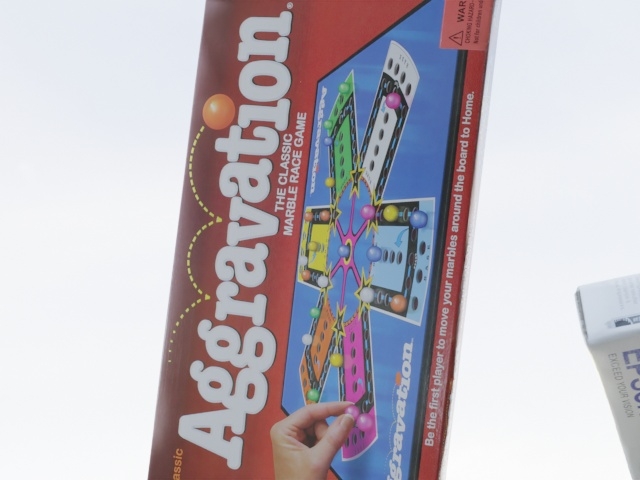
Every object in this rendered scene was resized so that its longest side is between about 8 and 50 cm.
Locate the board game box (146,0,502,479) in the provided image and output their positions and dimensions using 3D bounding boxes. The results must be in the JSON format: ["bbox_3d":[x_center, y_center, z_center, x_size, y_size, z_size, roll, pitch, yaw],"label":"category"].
[{"bbox_3d":[0.000,0.000,0.484,0.027,0.145,0.281,8,-92,-70],"label":"board game box"}]

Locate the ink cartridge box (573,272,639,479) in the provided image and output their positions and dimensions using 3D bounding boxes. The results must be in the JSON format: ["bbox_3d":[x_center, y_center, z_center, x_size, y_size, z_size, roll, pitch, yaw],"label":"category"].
[{"bbox_3d":[0.275,0.080,0.564,0.224,0.045,0.223,-15,-43,17],"label":"ink cartridge box"}]
